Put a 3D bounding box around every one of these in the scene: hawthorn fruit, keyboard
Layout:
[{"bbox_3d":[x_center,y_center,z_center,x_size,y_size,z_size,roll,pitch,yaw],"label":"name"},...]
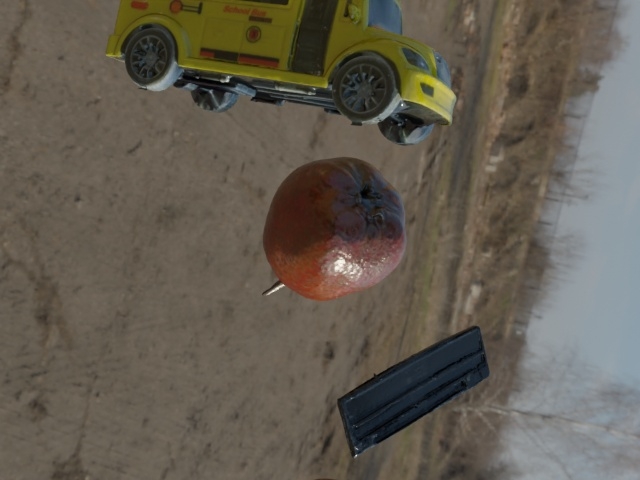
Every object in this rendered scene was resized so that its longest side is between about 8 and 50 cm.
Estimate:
[{"bbox_3d":[0.000,0.000,1.146,0.262,0.210,0.210,-41,-168,38],"label":"hawthorn fruit"},{"bbox_3d":[0.126,0.187,0.993,0.250,0.017,0.087,-22,102,-32],"label":"keyboard"}]

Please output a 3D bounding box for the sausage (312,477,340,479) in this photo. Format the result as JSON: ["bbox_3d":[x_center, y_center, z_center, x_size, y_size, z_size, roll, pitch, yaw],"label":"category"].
[{"bbox_3d":[0.058,0.476,1.241,0.153,0.268,0.141,-122,-140,-77],"label":"sausage"}]

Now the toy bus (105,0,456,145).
[{"bbox_3d":[-0.029,-0.190,0.736,0.144,0.330,0.152,4,98,-68],"label":"toy bus"}]
